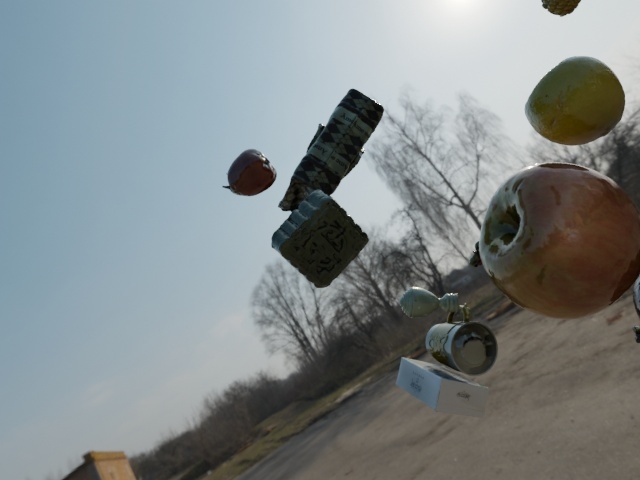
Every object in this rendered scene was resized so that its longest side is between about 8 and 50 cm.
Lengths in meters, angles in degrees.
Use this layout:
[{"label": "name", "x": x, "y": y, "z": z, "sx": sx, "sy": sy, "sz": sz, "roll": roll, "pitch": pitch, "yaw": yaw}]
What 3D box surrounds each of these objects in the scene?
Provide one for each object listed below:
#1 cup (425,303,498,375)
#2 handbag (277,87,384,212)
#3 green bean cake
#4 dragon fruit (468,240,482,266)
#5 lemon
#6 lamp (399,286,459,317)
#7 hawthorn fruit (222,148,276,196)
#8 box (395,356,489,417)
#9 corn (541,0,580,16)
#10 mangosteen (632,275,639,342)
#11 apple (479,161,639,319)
[{"label": "cup", "x": 0.498, "y": 0.352, "z": 1.637, "sx": 0.186, "sy": 0.240, "sz": 0.226, "roll": 5, "pitch": -9, "yaw": -16}, {"label": "handbag", "x": 0.019, "y": -0.271, "z": 1.547, "sx": 0.416, "sy": 0.180, "sz": 0.317, "roll": -59, "pitch": 6, "yaw": -25}, {"label": "green bean cake", "x": 0.000, "y": 0.000, "z": 1.072, "sx": 0.183, "sy": 0.094, "sz": 0.185, "roll": -46, "pitch": -58, "yaw": -3}, {"label": "dragon fruit", "x": 0.646, "y": 0.000, "z": 1.524, "sx": 0.272, "sy": 0.218, "sz": 0.198, "roll": -52, "pitch": 6, "yaw": -3}, {"label": "lemon", "x": 0.725, "y": -0.376, "z": 1.273, "sx": 0.241, "sy": 0.219, "sz": 0.240, "roll": -30, "pitch": -25, "yaw": -15}, {"label": "lamp", "x": 0.359, "y": 0.207, "z": 1.501, "sx": 0.193, "sy": 0.106, "sz": 0.106, "roll": 1, "pitch": -13, "yaw": 7}, {"label": "hawthorn fruit", "x": -0.132, "y": -0.118, "z": 0.830, "sx": 0.093, "sy": 0.081, "sz": 0.081, "roll": -37, "pitch": -15, "yaw": 13}, {"label": "box", "x": 0.431, "y": 0.525, "z": 1.635, "sx": 0.203, "sy": 0.116, "sz": 0.274, "roll": 15, "pitch": -4, "yaw": -18}, {"label": "corn", "x": 0.447, "y": -0.517, "z": 0.755, "sx": 0.102, "sy": 0.101, "sz": 0.310, "roll": -33, "pitch": -18, "yaw": 1}, {"label": "mangosteen", "x": 0.945, "y": 0.167, "z": 1.127, "sx": 0.298, "sy": 0.292, "sz": 0.297, "roll": 3, "pitch": 13, "yaw": -1}, {"label": "apple", "x": 0.616, "y": 0.004, "z": 1.170, "sx": 0.347, "sy": 0.391, "sz": 0.391, "roll": 15, "pitch": -25, "yaw": -5}]
